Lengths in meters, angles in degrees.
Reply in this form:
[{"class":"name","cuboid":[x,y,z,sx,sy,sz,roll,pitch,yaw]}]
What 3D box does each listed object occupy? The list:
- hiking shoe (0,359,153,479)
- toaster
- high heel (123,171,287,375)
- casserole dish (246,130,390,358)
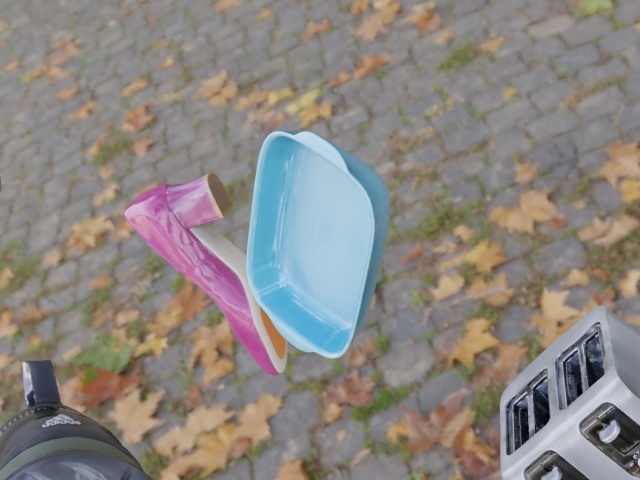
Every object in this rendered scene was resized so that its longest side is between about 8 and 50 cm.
[{"class":"hiking shoe","cuboid":[-0.087,0.159,0.390,0.086,0.226,0.114,3,15,-18]},{"class":"toaster","cuboid":[0.273,0.173,1.115,0.168,0.110,0.185,-47,13,27]},{"class":"high heel","cuboid":[-0.125,0.049,1.246,0.117,0.244,0.082,-19,16,22]},{"class":"casserole dish","cuboid":[0.000,0.000,0.814,0.114,0.188,0.037,35,46,29]}]
